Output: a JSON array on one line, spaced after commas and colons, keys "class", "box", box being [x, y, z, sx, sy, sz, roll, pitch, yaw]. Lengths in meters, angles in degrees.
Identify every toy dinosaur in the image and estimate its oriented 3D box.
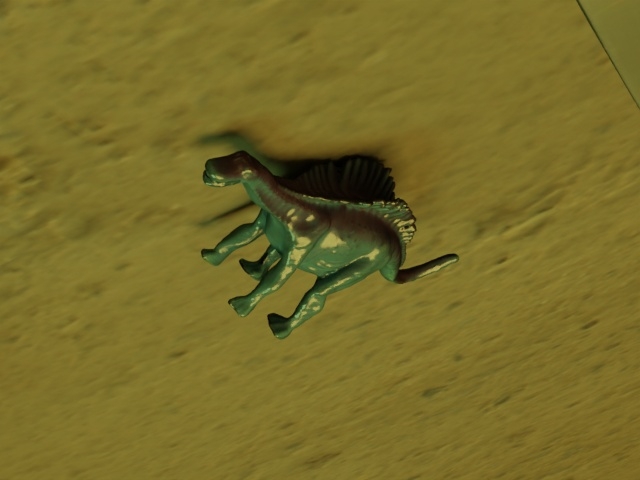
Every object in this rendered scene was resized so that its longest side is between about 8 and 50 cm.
[{"class": "toy dinosaur", "box": [0.000, 0.000, 0.809, 0.080, 0.045, 0.197, -40, 151, 17]}]

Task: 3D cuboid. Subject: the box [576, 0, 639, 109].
[{"class": "box", "box": [0.187, -0.136, 0.624, 0.233, 0.067, 0.149, -25, 161, 11]}]
